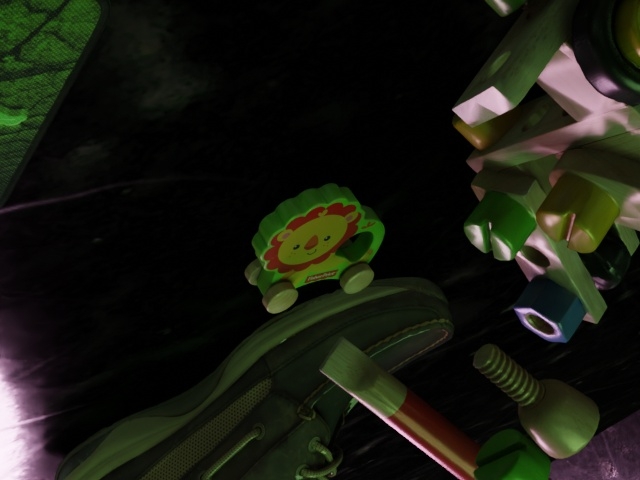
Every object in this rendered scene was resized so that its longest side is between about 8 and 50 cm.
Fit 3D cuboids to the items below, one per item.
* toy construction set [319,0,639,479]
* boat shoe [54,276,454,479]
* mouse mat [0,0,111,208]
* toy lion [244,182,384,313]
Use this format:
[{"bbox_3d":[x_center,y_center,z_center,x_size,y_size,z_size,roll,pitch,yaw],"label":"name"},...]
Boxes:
[{"bbox_3d":[0.116,-0.023,0.546,0.237,0.257,0.309,39,99,-19],"label":"toy construction set"},{"bbox_3d":[-0.039,0.158,0.809,0.355,0.130,0.132,-34,157,14],"label":"boat shoe"},{"bbox_3d":[-0.184,-0.045,0.382,0.189,0.007,0.152,-5,148,-41],"label":"mouse mat"},{"bbox_3d":[0.000,0.000,0.655,0.100,0.034,0.096,-11,145,-34],"label":"toy lion"}]
